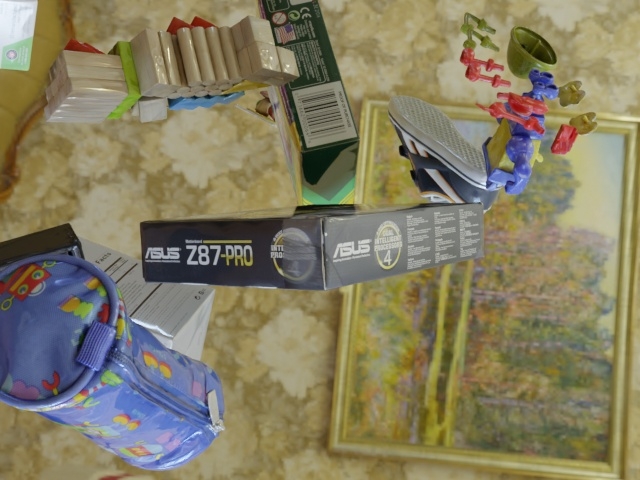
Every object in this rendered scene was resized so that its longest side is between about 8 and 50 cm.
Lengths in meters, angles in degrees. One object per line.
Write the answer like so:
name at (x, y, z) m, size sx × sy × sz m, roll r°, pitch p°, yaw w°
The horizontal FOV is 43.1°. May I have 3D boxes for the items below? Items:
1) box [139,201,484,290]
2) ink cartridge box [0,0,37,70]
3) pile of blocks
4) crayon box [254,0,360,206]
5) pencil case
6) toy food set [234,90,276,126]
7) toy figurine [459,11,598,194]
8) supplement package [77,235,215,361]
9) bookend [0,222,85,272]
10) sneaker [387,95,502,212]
box at (0.000, 0.000, 1.136) m, size 0.395 × 0.318 × 0.097 m, roll -8°, pitch 98°, yaw -51°
ink cartridge box at (-0.766, -0.484, 1.743) m, size 0.198 × 0.273 × 0.114 m, roll -61°, pitch -140°, yaw 45°
pile of blocks at (-0.220, -0.255, 1.171) m, size 0.149 × 0.362 × 0.112 m, roll 136°, pitch -58°, yaw -71°
crayon box at (-0.027, -0.248, 1.440) m, size 0.313 × 0.106 × 0.362 m, roll 89°, pitch -13°, yaw -69°
pencil case at (-0.175, 0.122, 0.711) m, size 0.306 × 0.133 × 0.119 m, roll 67°, pitch 36°, yaw -63°
toy food set at (-0.111, -0.322, 2.007) m, size 0.071 × 0.128 × 0.218 m, roll -63°, pitch 165°, yaw 6°
toy figurine at (0.292, -0.191, 1.325) m, size 0.362 × 0.191 × 0.217 m, roll -87°, pitch -170°, yaw -52°
supplement package at (-0.358, 0.140, 1.380) m, size 0.175 × 0.293 × 0.177 m, roll -57°, pitch 164°, yaw -59°
bookend at (-0.358, 0.079, 0.991) m, size 0.072 × 0.157 × 0.156 m, roll 37°, pitch -40°, yaw 57°
sneaker at (0.218, -0.158, 1.558) m, size 0.321 × 0.126 × 0.127 m, roll 53°, pitch -44°, yaw 41°
